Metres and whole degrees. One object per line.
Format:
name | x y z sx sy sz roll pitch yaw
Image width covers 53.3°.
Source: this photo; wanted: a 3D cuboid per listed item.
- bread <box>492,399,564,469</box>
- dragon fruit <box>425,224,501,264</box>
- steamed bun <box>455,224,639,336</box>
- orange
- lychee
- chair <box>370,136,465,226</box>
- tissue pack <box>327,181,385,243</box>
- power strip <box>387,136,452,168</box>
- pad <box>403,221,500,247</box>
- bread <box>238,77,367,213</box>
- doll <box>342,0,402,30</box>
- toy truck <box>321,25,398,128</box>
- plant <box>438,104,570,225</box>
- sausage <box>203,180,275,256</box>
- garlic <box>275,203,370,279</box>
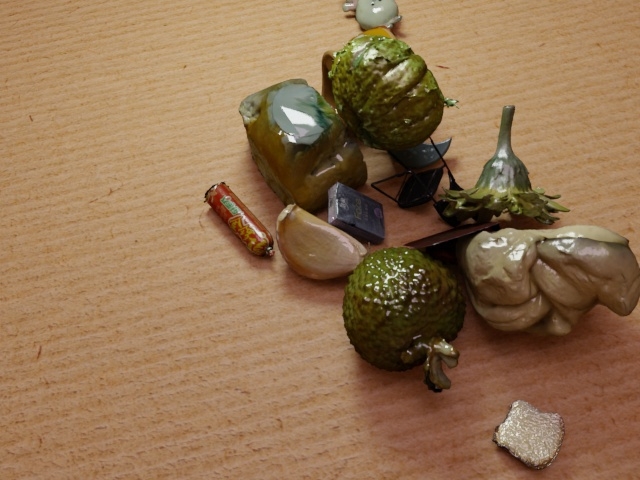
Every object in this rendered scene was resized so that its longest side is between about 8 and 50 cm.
bread | 0.428 0.397 1.306 0.126 0.044 0.129 25 64 28
dragon fruit | 0.348 0.021 1.528 0.192 0.122 0.092 -9 83 -3
steamed bun | 0.464 0.085 1.344 0.372 0.325 0.231 1 82 21
orange | 0.148 -0.343 1.514 0.223 0.301 0.300 -46 29 -11
lychee | 0.176 0.151 1.368 0.269 0.270 0.320 -3 20 3
chair | 0.267 -0.138 1.647 0.145 0.221 0.140 -14 41 50
tissue pack | 0.089 -0.065 1.591 0.156 0.051 0.112 22 51 -29
power strip | 0.237 -0.274 1.728 0.216 0.044 0.137 30 95 6
pad | 0.290 -0.013 1.454 0.181 0.267 0.004 -18 92 -3
bread | -0.071 -0.284 1.678 0.239 0.264 0.395 -30 60 -10
doll | 0.168 -0.762 2.075 0.154 0.113 0.275 -33 66 -6
toy truck | 0.126 -0.439 1.769 0.211 0.288 0.204 -12 56 -18
plant | 0.408 -0.132 1.516 0.261 0.306 0.297 -30 86 29
sausage | -0.197 -0.046 1.638 0.083 0.083 0.264 -35 60 -18
garlic | 0.003 0.011 1.529 0.244 0.164 0.145 25 50 13
